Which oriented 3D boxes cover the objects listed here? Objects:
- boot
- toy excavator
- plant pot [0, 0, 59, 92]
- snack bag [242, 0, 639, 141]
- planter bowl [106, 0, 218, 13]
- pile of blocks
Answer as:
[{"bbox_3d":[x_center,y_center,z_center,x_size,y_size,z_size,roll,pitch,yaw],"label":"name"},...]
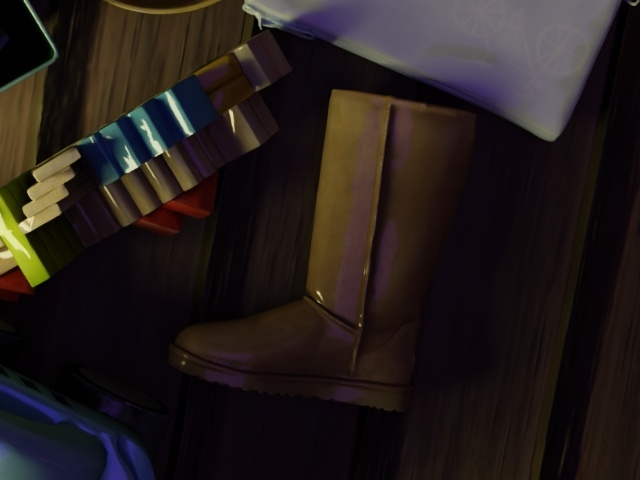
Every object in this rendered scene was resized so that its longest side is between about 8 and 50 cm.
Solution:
[{"bbox_3d":[0.000,0.000,1.570,0.236,0.089,0.269,9,94,-18],"label":"boot"},{"bbox_3d":[-0.325,0.170,1.359,0.433,0.445,0.222,27,91,-9],"label":"toy excavator"},{"bbox_3d":[-0.316,-0.177,1.433,0.165,0.234,0.165,-30,99,-3],"label":"plant pot"},{"bbox_3d":[0.139,-0.290,1.581,0.323,0.037,0.342,22,92,-8],"label":"snack bag"},{"bbox_3d":[-0.137,-0.298,1.517,0.217,0.090,0.217,-1,95,-8],"label":"planter bowl"},{"bbox_3d":[-0.168,-0.039,1.509,0.362,0.149,0.113,-32,98,-4],"label":"pile of blocks"}]
